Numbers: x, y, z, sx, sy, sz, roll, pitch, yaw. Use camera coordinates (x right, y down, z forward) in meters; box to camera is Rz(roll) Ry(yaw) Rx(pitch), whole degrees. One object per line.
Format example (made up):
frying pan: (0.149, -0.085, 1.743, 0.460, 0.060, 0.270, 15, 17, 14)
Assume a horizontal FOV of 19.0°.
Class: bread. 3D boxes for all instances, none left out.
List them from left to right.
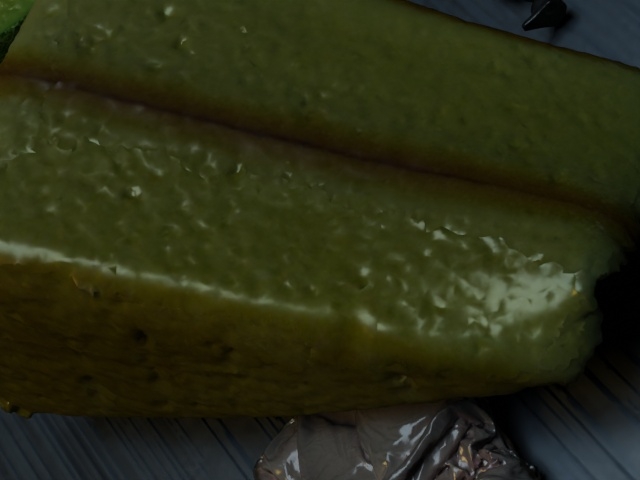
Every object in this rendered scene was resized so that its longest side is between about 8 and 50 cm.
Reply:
bread: (0.000, 0.000, 1.034, 0.361, 0.245, 0.233, 16, 61, 12)

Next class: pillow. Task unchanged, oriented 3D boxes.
pillow: (0.056, 0.154, 0.950, 0.135, 0.049, 0.248, -42, 53, 10)

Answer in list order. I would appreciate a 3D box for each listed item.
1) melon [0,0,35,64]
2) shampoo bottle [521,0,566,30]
melon: (-0.220, -0.188, 1.285, 0.169, 0.129, 0.265, -4, 64, 13)
shampoo bottle: (0.101, -0.170, 1.076, 0.048, 0.027, 0.137, -35, 52, 10)
